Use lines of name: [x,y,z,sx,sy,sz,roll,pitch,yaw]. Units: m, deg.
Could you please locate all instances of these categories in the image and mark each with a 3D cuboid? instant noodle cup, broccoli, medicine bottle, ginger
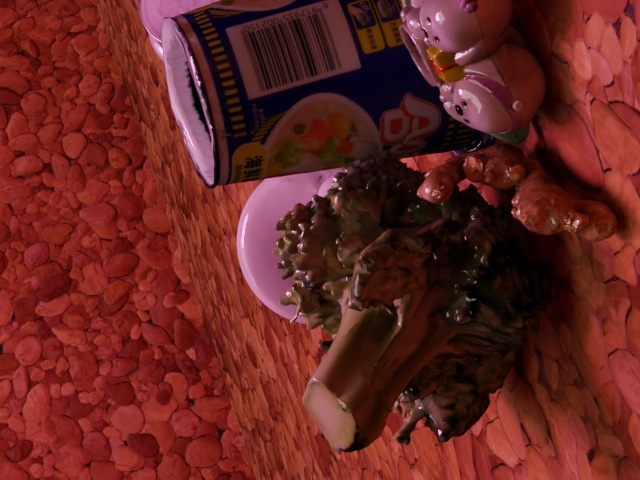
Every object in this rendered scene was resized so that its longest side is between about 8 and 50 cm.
instant noodle cup: [-0.001,-0.186,1.451,0.284,0.312,0.284,164,90,-76]
broccoli: [0.090,0.067,1.427,0.277,0.317,0.338,36,118,12]
medicine bottle: [-0.182,-0.332,2.085,0.293,0.170,0.170,38,-147,-78]
ginger: [0.192,-0.054,1.272,0.176,0.193,0.052,-68,-18,-59]

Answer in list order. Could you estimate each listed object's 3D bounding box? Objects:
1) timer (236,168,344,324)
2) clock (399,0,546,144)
timer: [0.000,0.000,1.770,0.240,0.234,0.233,-13,-93,-80]
clock: [0.149,-0.191,1.274,0.231,0.103,0.144,58,-178,-25]
